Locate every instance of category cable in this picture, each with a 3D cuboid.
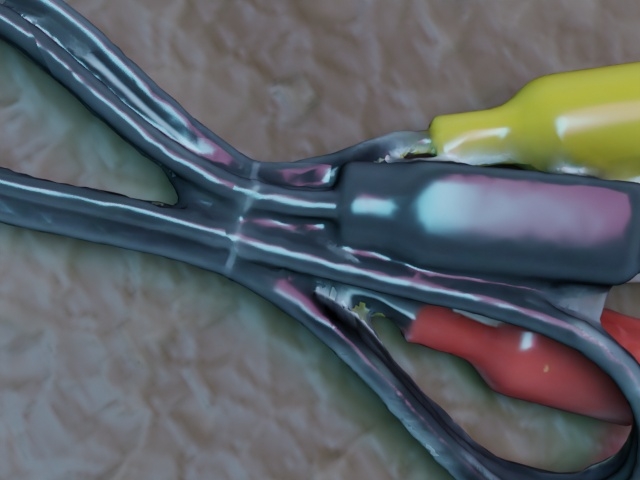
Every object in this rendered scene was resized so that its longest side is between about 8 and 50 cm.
[{"bbox_3d":[0.000,0.000,0.457,0.287,0.072,0.139,9,95,-3],"label":"cable"}]
